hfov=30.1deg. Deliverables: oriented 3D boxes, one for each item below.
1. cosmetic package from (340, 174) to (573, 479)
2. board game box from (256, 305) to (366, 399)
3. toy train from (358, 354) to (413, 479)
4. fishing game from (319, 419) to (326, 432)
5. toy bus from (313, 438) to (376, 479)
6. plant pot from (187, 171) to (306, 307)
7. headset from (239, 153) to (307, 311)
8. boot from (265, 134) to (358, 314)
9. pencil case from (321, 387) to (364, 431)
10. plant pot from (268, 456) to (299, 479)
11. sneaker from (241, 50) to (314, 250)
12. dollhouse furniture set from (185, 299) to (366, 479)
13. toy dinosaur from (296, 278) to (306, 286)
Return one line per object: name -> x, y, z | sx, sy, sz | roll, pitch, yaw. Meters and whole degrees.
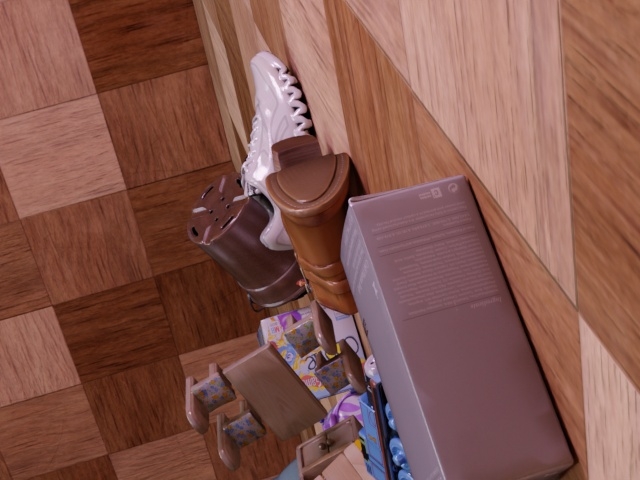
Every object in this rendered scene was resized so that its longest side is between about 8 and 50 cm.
cosmetic package -> 0.097, 0.085, 0.911 | 0.127, 0.107, 0.238 | 96, 160, -66
board game box -> -0.016, 0.189, 1.932 | 0.275, 0.144, 0.142 | 119, 135, -80
toy train -> 0.088, 0.195, 1.244 | 0.105, 0.080, 0.184 | 31, 143, 44
fishing game -> 0.027, 0.370, 1.757 | 0.189, 0.041, 0.264 | 99, 151, -78
toy bus -> 0.073, 0.327, 1.364 | 0.104, 0.191, 0.202 | 46, -133, -37
plant pot -> -0.101, -0.008, 1.795 | 0.165, 0.167, 0.167 | 38, -162, -37
headset -> -0.062, 0.000, 2.091 | 0.394, 0.185, 0.243 | 111, 141, -54
boot -> 0.000, 0.000, 1.492 | 0.283, 0.109, 0.220 | -132, 25, -71
pencil case -> 0.051, 0.280, 1.833 | 0.206, 0.088, 0.086 | 98, 157, -77
plant pot -> 0.008, 0.495, 2.096 | 0.293, 0.196, 0.293 | 171, 90, -83
sneaker -> -0.063, -0.125, 1.688 | 0.110, 0.118, 0.292 | 127, 128, -84
dollhouse furniture set -> -0.029, 0.247, 1.558 | 0.242, 0.212, 0.161 | 53, -168, -26
toy dinosaur -> 0.009, 0.065, 1.680 | 0.047, 0.082, 0.090 | -124, 18, -69
